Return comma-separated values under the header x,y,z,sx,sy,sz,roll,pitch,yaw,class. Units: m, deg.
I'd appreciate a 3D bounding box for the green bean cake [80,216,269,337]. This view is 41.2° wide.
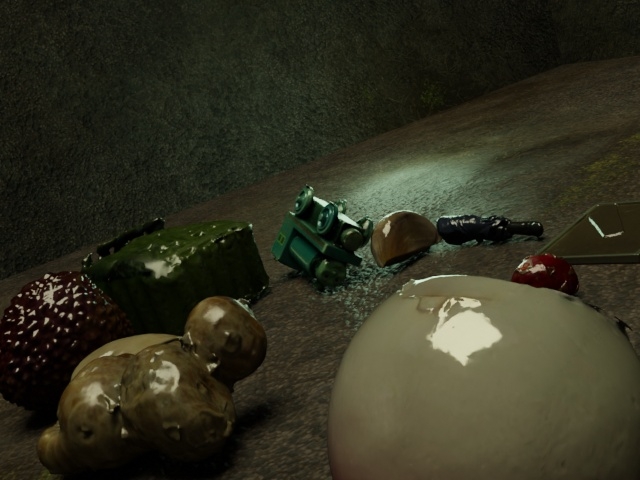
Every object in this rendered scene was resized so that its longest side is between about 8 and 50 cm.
x,y,z,sx,sy,sz,roll,pitch,yaw,class
-0.316,0.071,1.867,0.319,0.218,0.335,-7,19,36,green bean cake

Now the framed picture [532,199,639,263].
x,y,z,sx,sy,sz,roll,pitch,yaw,class
0.544,-0.020,1.571,0.213,0.016,0.289,-4,20,45,framed picture

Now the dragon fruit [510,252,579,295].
x,y,z,sx,sy,sz,roll,pitch,yaw,class
0.321,0.082,1.319,0.190,0.094,0.094,-29,17,-21,dragon fruit

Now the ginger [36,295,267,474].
x,y,z,sx,sy,sz,roll,pitch,yaw,class
-0.252,0.235,1.250,0.375,0.176,0.256,-25,35,15,ginger

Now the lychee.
x,y,z,sx,sy,sz,roll,pitch,yaw,class
-0.486,0.196,1.580,0.271,0.271,0.271,-17,14,4,lychee

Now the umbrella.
x,y,z,sx,sy,sz,roll,pitch,yaw,class
0.347,-0.020,1.747,0.248,0.071,0.071,4,25,40,umbrella

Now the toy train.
x,y,z,sx,sy,sz,roll,pitch,yaw,class
0.000,0.000,1.855,0.120,0.194,0.298,22,7,-24,toy train

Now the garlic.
x,y,z,sx,sy,sz,roll,pitch,yaw,class
0.172,-0.011,1.807,0.195,0.101,0.087,-20,-16,-42,garlic

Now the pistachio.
x,y,z,sx,sy,sz,roll,pitch,yaw,class
-0.319,0.231,1.438,0.215,0.144,0.144,-17,12,-28,pistachio

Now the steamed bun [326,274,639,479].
x,y,z,sx,sy,sz,roll,pitch,yaw,class
0.138,0.200,0.756,0.309,0.309,0.309,-17,14,4,steamed bun
